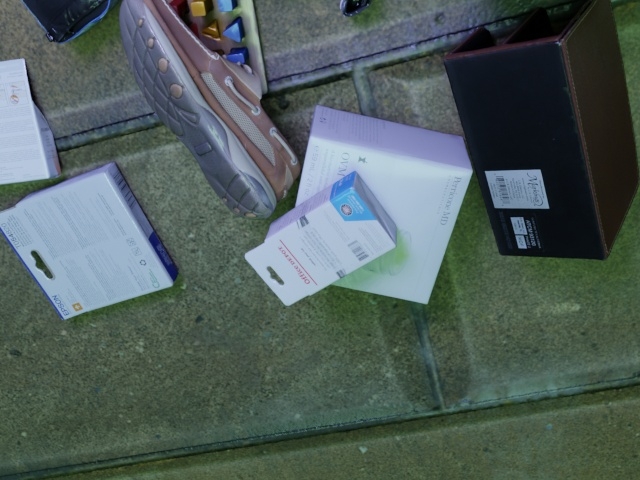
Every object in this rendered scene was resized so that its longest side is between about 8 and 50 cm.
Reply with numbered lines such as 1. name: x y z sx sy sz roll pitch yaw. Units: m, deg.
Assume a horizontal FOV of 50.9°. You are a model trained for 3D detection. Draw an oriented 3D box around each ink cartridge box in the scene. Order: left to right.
1. ink cartridge box: -0.487 -0.175 1.021 0.145 0.045 0.179 -5 101 8
2. ink cartridge box: -0.381 0.007 1.100 0.224 0.045 0.223 -17 116 14
3. ink cartridge box: 0.000 0.000 0.902 0.180 0.060 0.104 -30 112 21

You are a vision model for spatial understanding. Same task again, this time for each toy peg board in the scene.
1. toy peg board: -0.166 -0.261 0.914 0.160 0.079 0.161 -4 119 7

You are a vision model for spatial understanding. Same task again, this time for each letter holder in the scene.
1. letter holder: 0.316 -0.158 0.911 0.152 0.214 0.302 2 126 41

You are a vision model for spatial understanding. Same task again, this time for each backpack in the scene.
1. backpack: -0.324 -0.332 0.883 0.114 0.084 0.105 -23 116 22

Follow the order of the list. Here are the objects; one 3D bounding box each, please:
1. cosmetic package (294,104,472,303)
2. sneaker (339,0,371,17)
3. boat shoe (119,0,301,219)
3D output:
1. cosmetic package: 0.076 -0.051 0.981 0.224 0.138 0.224 11 120 -3
2. sneaker: 0.062 -0.326 0.865 0.038 0.069 0.098 33 117 -14
3. boat shoe: -0.138 -0.182 0.878 0.123 0.116 0.324 3 130 54
